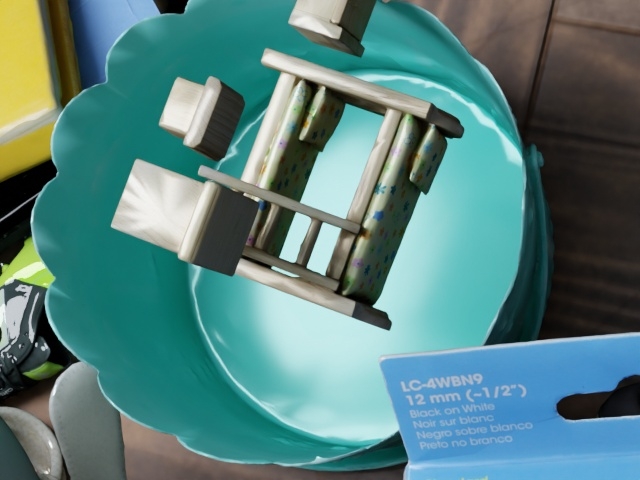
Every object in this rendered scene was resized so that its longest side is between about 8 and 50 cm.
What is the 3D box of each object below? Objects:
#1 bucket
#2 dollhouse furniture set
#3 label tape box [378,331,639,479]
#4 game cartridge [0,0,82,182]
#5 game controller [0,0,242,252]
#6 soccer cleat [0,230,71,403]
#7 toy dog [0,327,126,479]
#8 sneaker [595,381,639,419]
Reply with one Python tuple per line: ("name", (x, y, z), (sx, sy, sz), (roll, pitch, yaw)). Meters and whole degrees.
("bucket", (0.000, 0.000, 1.024), (0.281, 0.183, 0.281), (-3, 81, 18))
("dollhouse furniture set", (0.005, -0.063, 0.849), (0.101, 0.161, 0.182), (20, 89, 18))
("label tape box", (0.173, 0.215, 0.880), (0.249, 0.115, 0.348), (-6, 120, 17))
("game cartridge", (-0.311, -0.109, 1.158), (0.323, 0.053, 0.285), (-25, 52, 14))
("game controller", (-0.173, -0.105, 1.150), (0.319, 0.067, 0.166), (-35, 68, 10))
("soccer cleat", (-0.203, 0.075, 1.141), (0.072, 0.060, 0.179), (41, 92, 30))
("toy dog", (-0.149, 0.130, 0.972), (0.161, 0.333, 0.220), (-44, 67, 15))
("sneaker", (0.231, 0.175, 0.994), (0.234, 0.084, 0.097), (41, 120, 20))
